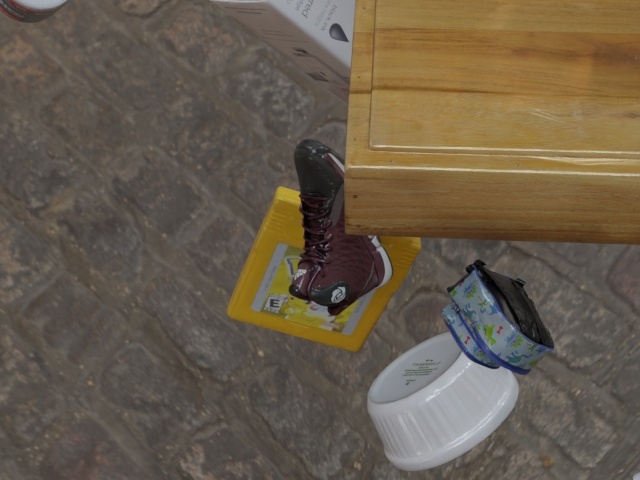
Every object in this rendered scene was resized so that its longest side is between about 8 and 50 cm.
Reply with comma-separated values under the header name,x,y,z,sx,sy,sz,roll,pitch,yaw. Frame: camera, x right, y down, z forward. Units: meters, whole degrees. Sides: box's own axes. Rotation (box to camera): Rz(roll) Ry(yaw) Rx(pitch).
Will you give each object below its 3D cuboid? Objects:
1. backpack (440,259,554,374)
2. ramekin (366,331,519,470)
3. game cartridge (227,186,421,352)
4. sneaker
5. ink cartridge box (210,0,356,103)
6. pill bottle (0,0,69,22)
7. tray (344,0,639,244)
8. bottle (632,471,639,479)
name,x,y,z,sx,sy,sz,roll,pitch,yaw
backpack,0.197,0.095,0.970,0.084,0.105,0.114,-50,42,21
ramekin,0.205,0.277,1.569,0.273,0.273,0.127,-37,100,-11
game cartridge,0.002,0.065,1.645,0.286,0.323,0.052,16,42,-11
sneaker,0.000,0.000,1.303,0.162,0.281,0.106,-41,31,-23
ink cartridge box,0.050,-0.278,0.970,0.117,0.283,0.207,22,84,49
pill bottle,-0.409,-0.363,1.228,0.108,0.180,0.107,-2,95,-27
tray,0.226,-0.095,0.620,0.411,0.076,0.202,2,50,3
bottle,0.662,0.365,1.452,0.283,0.118,0.092,-34,100,24
